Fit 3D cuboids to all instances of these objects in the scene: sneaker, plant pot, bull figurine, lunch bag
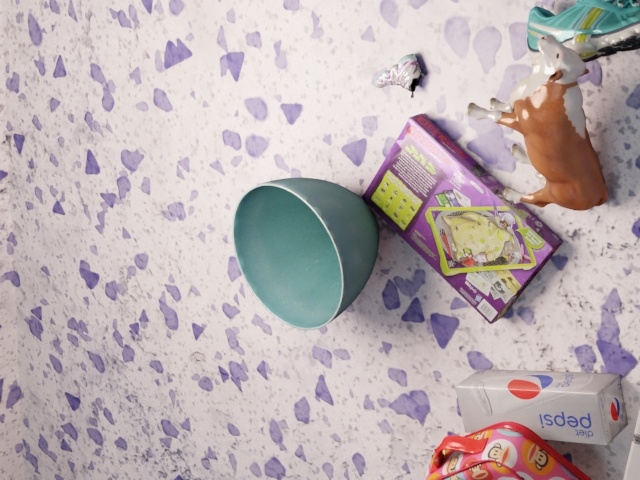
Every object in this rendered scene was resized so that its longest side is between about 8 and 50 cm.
[{"bbox_3d":[0.145,-0.281,1.770,0.098,0.038,0.069,-35,82,44],"label":"sneaker"},{"bbox_3d":[0.000,0.000,1.889,0.290,0.195,0.290,24,126,37],"label":"plant pot"},{"bbox_3d":[0.423,-0.332,1.468,0.275,0.107,0.110,-7,93,43],"label":"sneaker"},{"bbox_3d":[0.348,-0.170,1.539,0.188,0.101,0.310,8,135,43],"label":"bull figurine"},{"bbox_3d":[0.313,0.435,1.766,0.258,0.120,0.293,39,146,-8],"label":"lunch bag"}]

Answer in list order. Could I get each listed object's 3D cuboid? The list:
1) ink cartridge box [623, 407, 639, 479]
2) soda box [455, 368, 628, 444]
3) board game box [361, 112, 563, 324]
[{"bbox_3d":[0.567,0.262,1.498,0.114,0.197,0.272,22,120,34],"label":"ink cartridge box"},{"bbox_3d":[0.385,0.289,1.742,0.286,0.091,0.098,-4,103,42],"label":"soda box"},{"bbox_3d":[0.244,-0.040,1.772,0.347,0.056,0.208,46,135,18],"label":"board game box"}]
